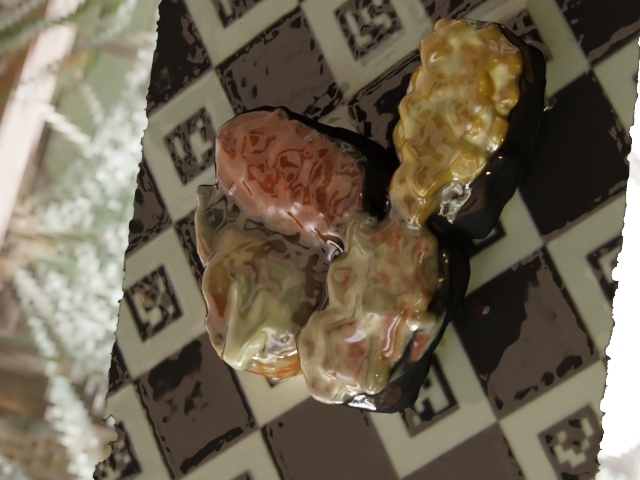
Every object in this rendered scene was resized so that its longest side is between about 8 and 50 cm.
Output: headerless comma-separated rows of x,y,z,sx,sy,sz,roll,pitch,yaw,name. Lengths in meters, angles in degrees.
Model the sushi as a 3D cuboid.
0.000,0.000,0.413,0.026,0.126,0.120,11,84,-56,sushi
